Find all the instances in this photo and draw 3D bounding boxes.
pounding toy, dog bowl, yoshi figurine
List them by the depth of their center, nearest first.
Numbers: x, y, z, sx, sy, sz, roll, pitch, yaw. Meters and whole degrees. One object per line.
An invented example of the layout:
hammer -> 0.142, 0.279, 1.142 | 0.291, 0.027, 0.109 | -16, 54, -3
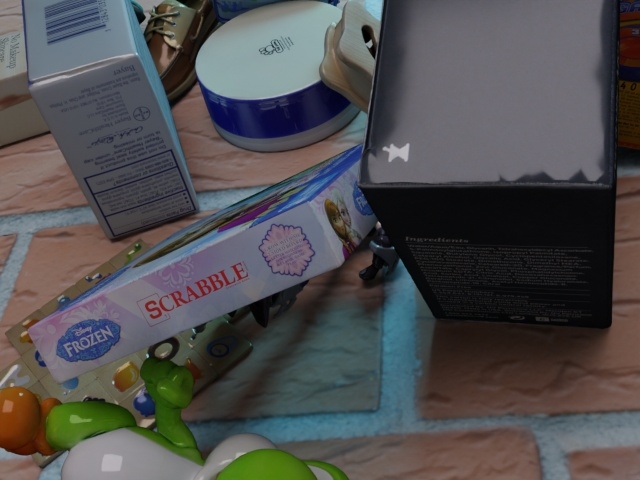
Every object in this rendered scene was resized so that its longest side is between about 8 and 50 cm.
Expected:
yoshi figurine -> -0.144, 0.236, 0.842 | 0.362, 0.203, 0.203 | 7, 29, -3
pounding toy -> 0.141, -0.253, 1.257 | 0.269, 0.155, 0.154 | 35, 60, -8
dog bowl -> -0.061, -0.267, 1.402 | 0.265, 0.104, 0.264 | -8, 46, 9

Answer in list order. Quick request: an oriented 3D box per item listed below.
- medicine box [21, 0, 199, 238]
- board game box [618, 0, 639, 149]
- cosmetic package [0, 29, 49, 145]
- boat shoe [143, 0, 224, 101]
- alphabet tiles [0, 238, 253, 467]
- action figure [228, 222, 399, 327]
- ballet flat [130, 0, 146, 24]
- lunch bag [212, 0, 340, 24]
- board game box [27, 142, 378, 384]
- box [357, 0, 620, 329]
medicine box -> -0.304, -0.200, 1.279 | 0.149, 0.289, 0.263 | -19, 45, -4
board game box -> 0.433, -0.364, 1.124 | 0.357, 0.356, 0.356 | 12, 51, 9
cosmetic package -> -0.521, -0.269, 1.521 | 0.296, 0.129, 0.153 | -18, 44, -2
boat shoe -> -0.260, -0.364, 1.540 | 0.123, 0.120, 0.324 | 8, 50, 23
alphabet tiles -> -0.257, 0.131, 1.149 | 0.342, 0.011, 0.285 | -37, 49, -19
action figure -> 0.000, 0.000, 1.142 | 0.285, 0.099, 0.185 | -35, 40, -28
ballet flat -> -0.353, -0.377, 1.540 | 0.095, 0.096, 0.280 | 8, 11, -7
lunch bag -> -0.075, -0.431, 1.493 | 0.219, 0.176, 0.090 | 1, 75, -6
board game box -> -0.083, 0.005, 0.901 | 0.318, 0.066, 0.318 | -24, 9, 22
box -> 0.200, -0.105, 0.916 | 0.212, 0.395, 0.293 | 1, 69, 19
